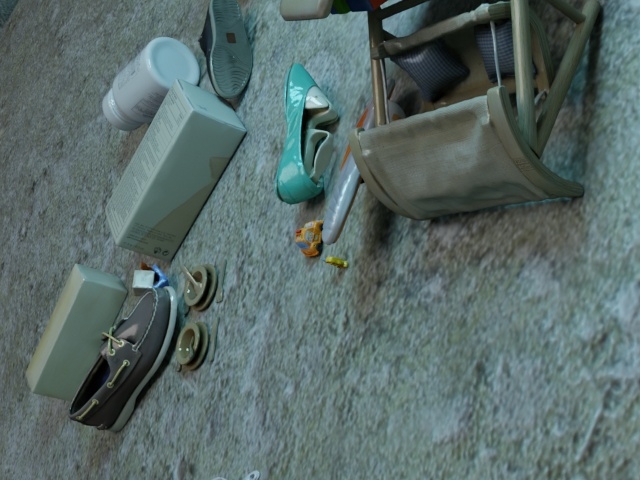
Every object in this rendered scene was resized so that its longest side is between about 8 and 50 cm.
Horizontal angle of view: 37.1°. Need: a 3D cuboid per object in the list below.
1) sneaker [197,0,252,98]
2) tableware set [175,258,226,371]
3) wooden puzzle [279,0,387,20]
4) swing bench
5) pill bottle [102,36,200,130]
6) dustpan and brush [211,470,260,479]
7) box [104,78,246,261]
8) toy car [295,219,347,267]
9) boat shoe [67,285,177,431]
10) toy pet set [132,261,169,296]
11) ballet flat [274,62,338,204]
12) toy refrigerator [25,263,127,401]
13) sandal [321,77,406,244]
[{"bbox_3d":[-0.189,-0.355,1.863,0.118,0.083,0.222,131,139,-60],"label":"sneaker"},{"bbox_3d":[-0.223,0.128,1.665,0.128,0.039,0.194,-24,54,49],"label":"tableware set"},{"bbox_3d":[0.120,-0.373,1.211,0.348,0.080,0.322,-35,16,-2],"label":"wooden puzzle"},{"bbox_3d":[0.173,-0.169,1.132,0.253,0.165,0.254,-10,64,52],"label":"swing bench"},{"bbox_3d":[-0.369,-0.326,2.041,0.229,0.131,0.131,-28,51,45],"label":"pill bottle"},{"bbox_3d":[-0.126,0.385,1.362,0.211,0.060,0.147,-45,40,33],"label":"dustpan and brush"},{"bbox_3d":[-0.281,-0.132,1.815,0.311,0.121,0.148,-56,35,20],"label":"box"},{"bbox_3d":[0.000,0.000,1.406,0.122,0.040,0.060,18,88,58],"label":"toy car"},{"bbox_3d":[-0.364,0.216,1.757,0.324,0.097,0.116,-59,33,22],"label":"boat shoe"},{"bbox_3d":[-0.319,0.092,1.830,0.114,0.065,0.122,96,176,-58],"label":"toy pet set"},{"bbox_3d":[-0.014,-0.172,1.502,0.087,0.083,0.247,-7,65,28],"label":"ballet flat"},{"bbox_3d":[-0.513,0.193,1.999,0.269,0.102,0.094,-64,33,10],"label":"toy refrigerator"},{"bbox_3d":[0.072,-0.099,1.320,0.102,0.076,0.265,131,160,-65],"label":"sandal"}]
